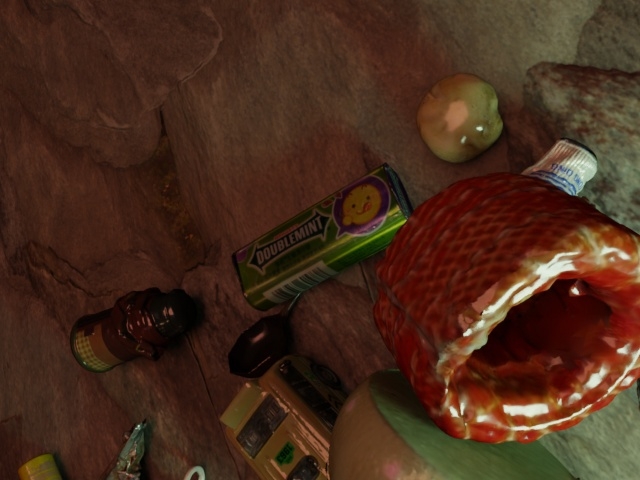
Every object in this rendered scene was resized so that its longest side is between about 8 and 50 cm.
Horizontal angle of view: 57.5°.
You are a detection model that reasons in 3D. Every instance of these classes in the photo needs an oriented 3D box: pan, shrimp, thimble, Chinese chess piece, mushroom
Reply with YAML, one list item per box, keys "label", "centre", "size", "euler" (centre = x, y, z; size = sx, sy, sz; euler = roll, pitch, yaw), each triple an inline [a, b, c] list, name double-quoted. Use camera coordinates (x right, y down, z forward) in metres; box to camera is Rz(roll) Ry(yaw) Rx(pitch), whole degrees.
- label: "pan"
  centre: [-0.083, 0.184, 1.100]
  size: [0.202, 0.048, 0.128]
  euler: [-38, 31, 8]
- label: "shrimp"
  centre: [-0.405, 0.534, 1.229]
  size: [0.164, 0.062, 0.316]
  euler: [23, 98, 23]
- label: "thimble"
  centre: [0.254, 0.083, 0.768]
  size: [0.350, 0.350, 0.230]
  euler: [-51, 31, 12]
- label: "Chinese chess piece"
  centre: [0.178, 0.321, 0.791]
  size: [0.349, 0.349, 0.146]
  euler: [31, 102, 26]
- label: "mushroom"
  centre: [0.231, -0.203, 0.973]
  size: [0.148, 0.112, 0.147]
  euler: [-2, 85, 27]

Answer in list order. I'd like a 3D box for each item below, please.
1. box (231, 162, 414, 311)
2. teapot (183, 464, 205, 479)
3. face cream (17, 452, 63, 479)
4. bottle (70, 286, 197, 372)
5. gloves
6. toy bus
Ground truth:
- label: "box"
  centre: [0.000, 0.000, 1.065]
  size: [0.346, 0.097, 0.134]
  euler: [-29, 61, 21]
- label: "teapot"
  centre: [-0.254, 0.568, 1.133]
  size: [0.159, 0.116, 0.245]
  euler: [0, 78, 37]
- label: "face cream"
  centre: [-0.585, 0.613, 1.296]
  size: [0.078, 0.078, 0.273]
  euler: [-42, 68, 16]
- label: "bottle"
  centre: [-0.383, 0.185, 1.214]
  size: [0.271, 0.143, 0.156]
  euler: [-21, 75, 21]
- label: "gloves"
  centre: [0.332, -0.054, 0.907]
  size: [0.229, 0.119, 0.097]
  euler: [-50, 29, 15]
- label: "toy bus"
  centre: [0.010, 0.360, 0.964]
  size: [0.365, 0.202, 0.176]
  euler: [40, 102, 25]
